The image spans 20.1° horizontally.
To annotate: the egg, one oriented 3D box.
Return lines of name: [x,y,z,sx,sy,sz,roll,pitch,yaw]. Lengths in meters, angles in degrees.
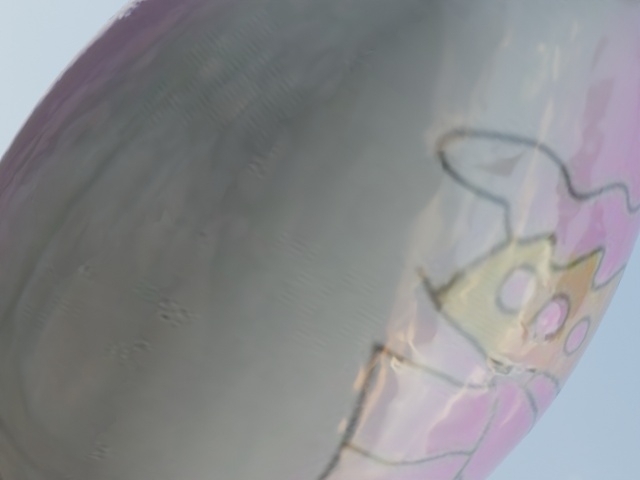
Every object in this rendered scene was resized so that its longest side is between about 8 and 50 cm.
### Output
egg: [0.000,0.000,0.581,0.196,0.271,0.196,49,16,-20]
